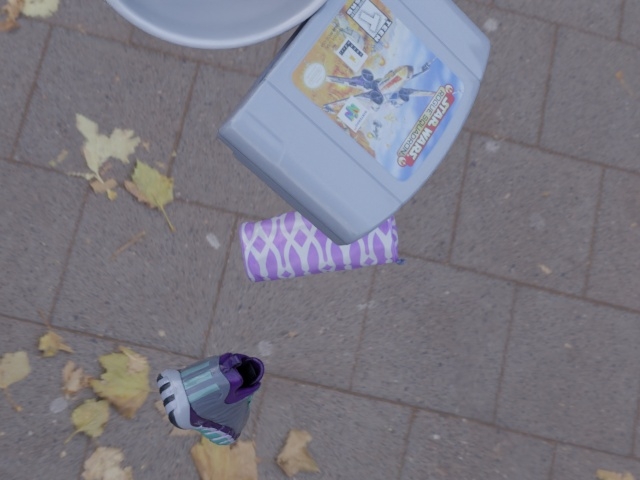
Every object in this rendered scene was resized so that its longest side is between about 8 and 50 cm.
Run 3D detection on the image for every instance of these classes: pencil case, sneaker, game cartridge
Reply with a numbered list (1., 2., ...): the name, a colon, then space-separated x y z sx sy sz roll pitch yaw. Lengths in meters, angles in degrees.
1. pencil case: 0.000 0.000 1.053 0.206 0.088 0.086 -7 95 3
2. sneaker: -0.093 0.170 0.921 0.098 0.223 0.083 -25 73 4
3. game cartridge: 0.052 -0.152 0.850 0.198 0.062 0.297 39 67 -12

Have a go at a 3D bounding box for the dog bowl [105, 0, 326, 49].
1. dog bowl: -0.096 -0.314 0.752 0.265 0.265 0.104 -13 45 -9
